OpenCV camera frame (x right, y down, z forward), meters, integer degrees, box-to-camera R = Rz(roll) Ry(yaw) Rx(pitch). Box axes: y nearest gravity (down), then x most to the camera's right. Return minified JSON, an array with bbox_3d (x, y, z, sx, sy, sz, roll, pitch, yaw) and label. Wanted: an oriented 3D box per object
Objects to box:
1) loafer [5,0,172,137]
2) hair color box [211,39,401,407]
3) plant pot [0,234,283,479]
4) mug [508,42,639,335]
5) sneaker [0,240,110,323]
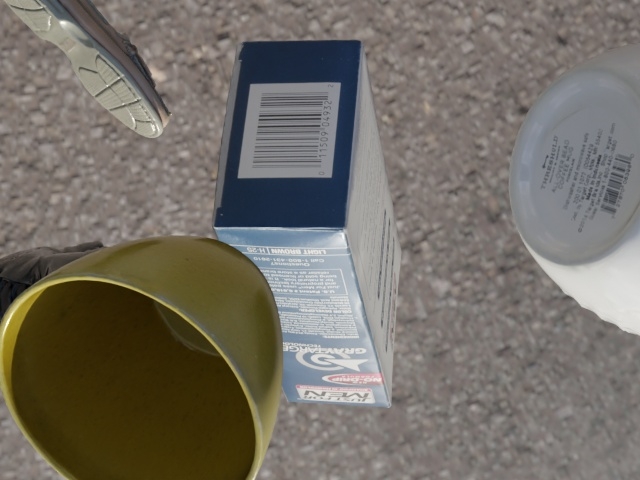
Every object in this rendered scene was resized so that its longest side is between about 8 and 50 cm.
[{"bbox_3d":[-0.125,-0.114,0.755,0.125,0.039,0.045,47,151,-22],"label":"loafer"},{"bbox_3d":[0.000,0.000,1.136,0.105,0.174,0.347,1,151,10],"label":"hair color box"},{"bbox_3d":[-0.070,0.050,0.630,0.134,0.095,0.134,12,124,18],"label":"plant pot"},{"bbox_3d":[0.354,-0.081,1.128,0.328,0.276,0.374,8,114,-35],"label":"mug"},{"bbox_3d":[-0.250,0.057,1.211,0.130,0.286,0.109,-2,91,-14],"label":"sneaker"}]
